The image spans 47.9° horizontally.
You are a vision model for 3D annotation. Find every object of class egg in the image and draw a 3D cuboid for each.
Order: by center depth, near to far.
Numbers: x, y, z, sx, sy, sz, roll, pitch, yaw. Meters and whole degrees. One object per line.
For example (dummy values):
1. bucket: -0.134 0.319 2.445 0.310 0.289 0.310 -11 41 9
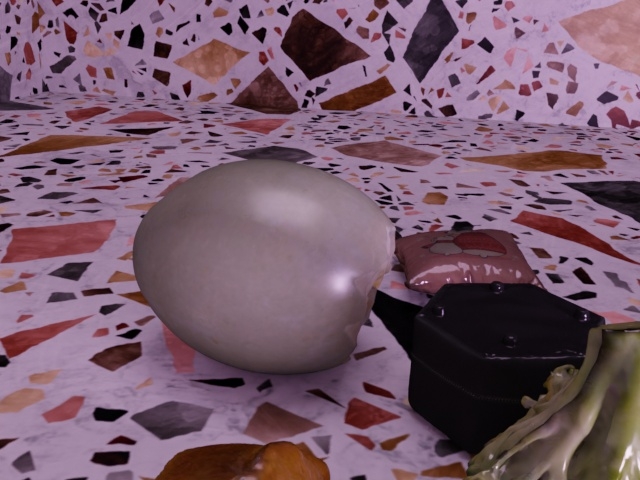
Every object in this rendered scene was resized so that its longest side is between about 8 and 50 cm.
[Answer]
1. egg: -0.080 0.028 0.946 0.336 0.278 0.278 16 23 13

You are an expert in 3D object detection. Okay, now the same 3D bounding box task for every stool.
1. stool: 0.222 0.144 0.860 0.232 0.141 0.232 2 20 -1

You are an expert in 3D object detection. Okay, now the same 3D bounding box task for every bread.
1. bread: -0.072 0.237 0.591 0.129 0.133 0.260 7 20 16

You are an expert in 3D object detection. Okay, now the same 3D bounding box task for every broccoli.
1. broccoli: 0.262 0.170 0.649 0.248 0.245 0.288 7 13 41

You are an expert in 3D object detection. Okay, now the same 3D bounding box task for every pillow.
1. pillow: 0.244 0.038 1.236 0.236 0.084 0.223 -1 21 1

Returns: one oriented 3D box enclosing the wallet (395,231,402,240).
1. wallet: 0.000 0.000 1.383 0.310 0.042 0.165 -9 21 -27
